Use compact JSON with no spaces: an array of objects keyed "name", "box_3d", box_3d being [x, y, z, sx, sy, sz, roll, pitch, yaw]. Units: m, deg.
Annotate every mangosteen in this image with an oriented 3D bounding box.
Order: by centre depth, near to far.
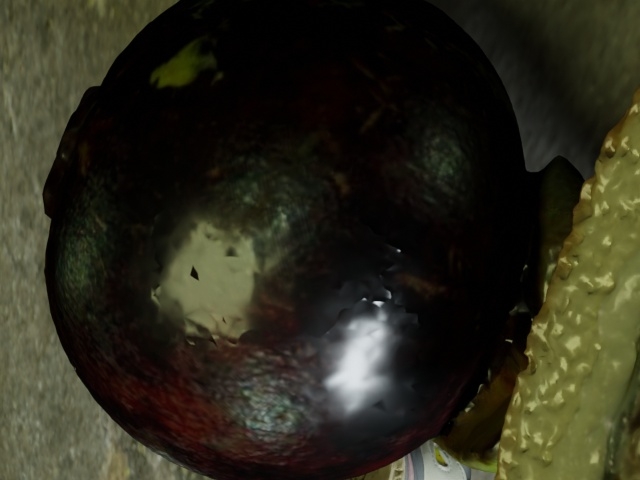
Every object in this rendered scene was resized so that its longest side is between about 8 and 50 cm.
[{"name":"mangosteen","box_3d":[0.000,0.000,0.681,0.288,0.288,0.288,21,126,32]}]

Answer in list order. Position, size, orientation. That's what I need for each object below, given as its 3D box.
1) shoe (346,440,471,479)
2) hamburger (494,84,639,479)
[{"name":"shoe","box_3d":[0.041,0.127,0.841,0.089,0.092,0.180,-67,25,9]},{"name":"hamburger","box_3d":[0.212,0.064,0.579,0.162,0.209,0.330,21,90,42]}]
